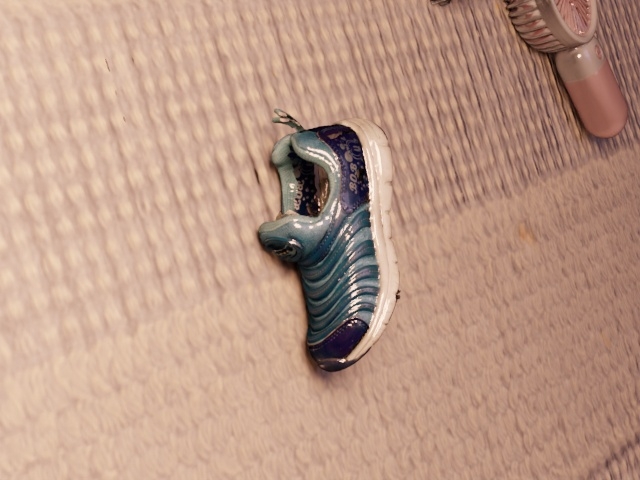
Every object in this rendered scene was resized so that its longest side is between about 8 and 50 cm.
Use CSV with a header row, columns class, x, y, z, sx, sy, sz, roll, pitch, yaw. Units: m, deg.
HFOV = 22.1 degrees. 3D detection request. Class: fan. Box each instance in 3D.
class,x,y,z,sx,sy,sz,roll,pitch,yaw
fan,0.277,-0.223,1.793,0.244,0.074,0.130,60,34,-21

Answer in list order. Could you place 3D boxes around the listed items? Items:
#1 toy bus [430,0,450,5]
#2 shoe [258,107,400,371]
class,x,y,z,sx,sy,sz,roll,pitch,yaw
toy bus,0.144,-0.274,1.638,0.102,0.052,0.058,-32,104,-55
shoe,0.000,0.000,1.281,0.106,0.091,0.207,3,77,-33
